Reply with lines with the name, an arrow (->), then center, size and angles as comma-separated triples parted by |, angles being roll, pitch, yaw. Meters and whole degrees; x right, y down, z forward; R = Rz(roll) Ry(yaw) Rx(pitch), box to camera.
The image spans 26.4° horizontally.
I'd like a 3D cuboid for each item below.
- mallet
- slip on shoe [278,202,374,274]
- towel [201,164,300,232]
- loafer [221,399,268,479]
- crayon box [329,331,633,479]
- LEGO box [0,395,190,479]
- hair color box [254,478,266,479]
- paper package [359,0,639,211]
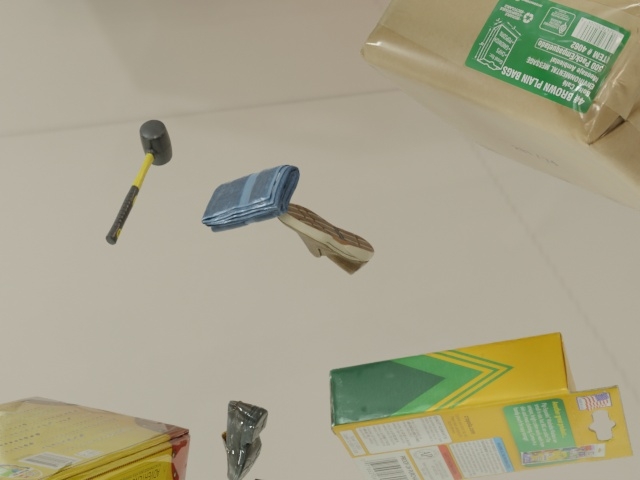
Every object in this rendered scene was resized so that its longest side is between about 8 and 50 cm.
mallet -> -0.242, -0.080, 1.789 | 0.039, 0.190, 0.062 | 10, 138, 13
slip on shoe -> 0.000, 0.000, 1.551 | 0.041, 0.135, 0.051 | -52, 39, 18
towel -> -0.078, -0.048, 1.510 | 0.119, 0.029, 0.067 | -15, 45, 42
loafer -> -0.131, 0.325, 2.218 | 0.061, 0.062, 0.170 | 27, 124, 17
crayon box -> 0.191, 0.203, 1.604 | 0.203, 0.323, 0.083 | 63, -159, -55
LEGO box -> -0.313, 0.360, 1.212 | 0.193, 0.500, 0.372 | 10, 92, 15
hair color box -> -0.037, 0.319, 1.448 | 0.141, 0.072, 0.043 | -103, 27, -56
paper package -> 0.262, -0.171, 1.491 | 0.325, 0.309, 0.168 | 28, 92, 40
